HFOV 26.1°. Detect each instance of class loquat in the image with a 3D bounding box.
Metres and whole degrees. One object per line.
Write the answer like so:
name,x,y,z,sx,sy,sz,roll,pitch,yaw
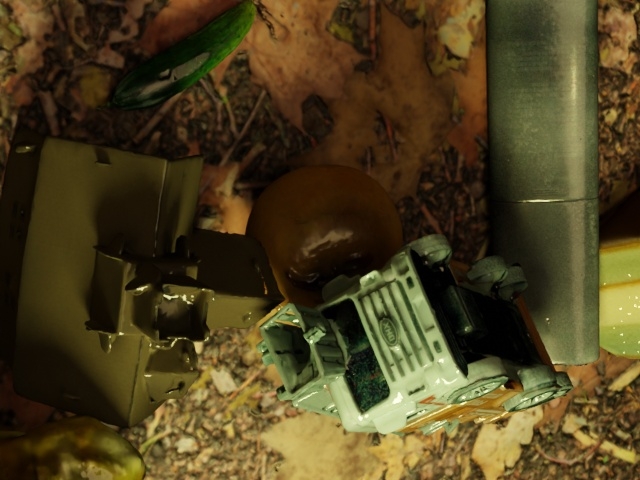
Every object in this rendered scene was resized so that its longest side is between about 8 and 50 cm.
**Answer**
loquat,0.000,0.000,1.210,0.141,0.141,0.141,-6,103,-27

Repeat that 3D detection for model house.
model house,-0.129,0.034,1.083,0.204,0.243,0.211,4,98,-28

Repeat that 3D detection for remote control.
remote control,0.218,-0.062,1.347,0.107,0.044,0.377,-1,103,9

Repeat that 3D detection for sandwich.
sandwich,0.398,0.030,1.388,0.227,0.198,0.155,-31,113,-20

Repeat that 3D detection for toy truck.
toy truck,0.082,0.103,1.184,0.184,0.133,0.338,-29,161,19

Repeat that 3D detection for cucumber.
cucumber,-0.115,-0.150,1.172,0.168,0.039,0.039,-37,115,-18

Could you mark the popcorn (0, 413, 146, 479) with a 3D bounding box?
popcorn,-0.230,0.264,1.054,0.225,0.276,0.276,33,83,3
